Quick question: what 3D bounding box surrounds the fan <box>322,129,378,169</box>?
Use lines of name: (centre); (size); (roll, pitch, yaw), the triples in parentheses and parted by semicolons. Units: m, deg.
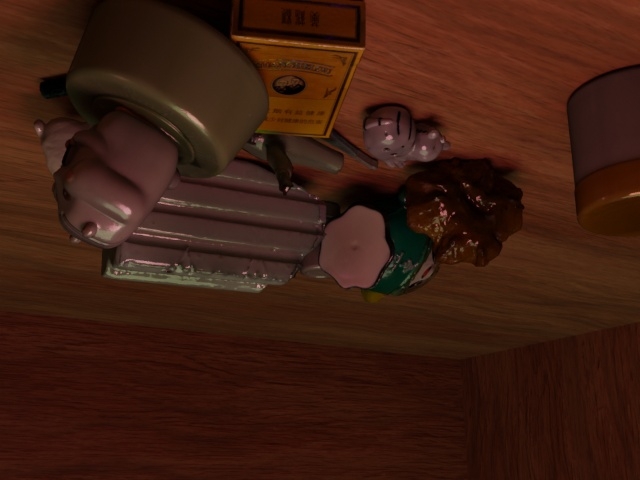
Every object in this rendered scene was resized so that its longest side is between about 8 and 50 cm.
fan: (0.034, -0.192, 1.575); (0.057, 0.023, 0.282); (-13, 157, 30)

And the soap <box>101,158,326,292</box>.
soap: (-0.214, -0.034, 1.666); (0.445, 0.262, 0.156); (6, 161, -24)

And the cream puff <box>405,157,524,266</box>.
cream puff: (0.311, -0.064, 1.690); (0.268, 0.241, 0.155); (-26, 176, -19)

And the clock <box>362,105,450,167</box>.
clock: (0.159, -0.193, 1.477); (0.117, 0.080, 0.176); (-11, 160, 31)

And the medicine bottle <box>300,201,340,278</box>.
medicine bottle: (0.000, 0.000, 1.929); (0.104, 0.168, 0.105); (-1, 162, 0)

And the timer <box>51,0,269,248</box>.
timer: (-0.266, -0.135, 1.136); (0.290, 0.315, 0.291); (22, 159, 9)

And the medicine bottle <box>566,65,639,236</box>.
medicine bottle: (0.557, -0.148, 1.381); (0.237, 0.232, 0.238); (1, 163, 0)

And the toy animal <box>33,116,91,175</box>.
toy animal: (-0.348, -0.198, 1.400); (0.282, 0.138, 0.140); (-26, 168, 2)

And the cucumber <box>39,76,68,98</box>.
cucumber: (-0.403, -0.260, 1.330); (0.133, 0.032, 0.032); (-5, 162, 17)

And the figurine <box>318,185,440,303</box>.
figurine: (0.156, 0.014, 1.879); (0.231, 0.324, 0.340); (38, -165, 25)

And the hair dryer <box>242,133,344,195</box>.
hair dryer: (-0.030, -0.136, 1.427); (0.229, 0.267, 0.092); (9, 121, -39)

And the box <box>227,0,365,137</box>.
box: (-0.052, -0.263, 1.244); (0.192, 0.084, 0.301); (2, 162, -9)
